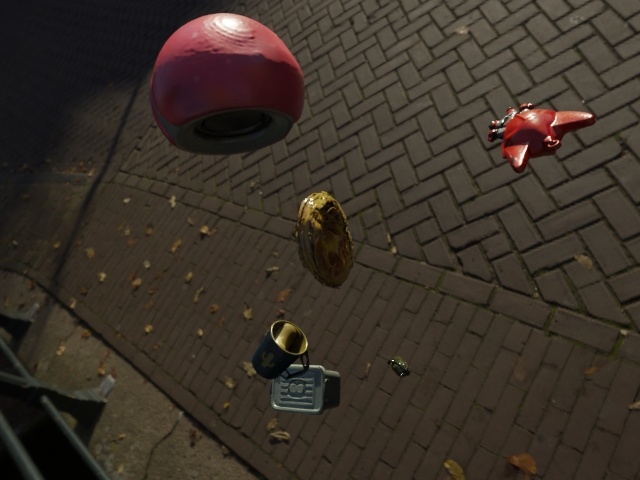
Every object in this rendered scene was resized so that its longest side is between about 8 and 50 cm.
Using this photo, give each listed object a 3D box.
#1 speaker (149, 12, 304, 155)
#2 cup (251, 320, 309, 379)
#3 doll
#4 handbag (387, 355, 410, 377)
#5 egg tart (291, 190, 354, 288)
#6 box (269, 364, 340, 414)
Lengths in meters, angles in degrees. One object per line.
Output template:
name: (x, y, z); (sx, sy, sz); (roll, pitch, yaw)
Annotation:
speaker: (-0.174, -0.286, 0.981); (0.294, 0.294, 0.295); (-14, 56, 22)
cup: (-0.122, 0.367, 1.627); (0.176, 0.131, 0.155); (46, 120, 12)
doll: (0.276, -0.148, 0.691); (0.109, 0.057, 0.169); (-35, 27, 11)
handbag: (0.240, 0.382, 1.550); (0.047, 0.111, 0.072); (-40, 95, -3)
egg tart: (0.000, 0.000, 1.450); (0.132, 0.297, 0.298); (-12, 57, 28)
box: (-0.045, 0.523, 1.814); (0.243, 0.135, 0.164); (-9, 72, 34)
